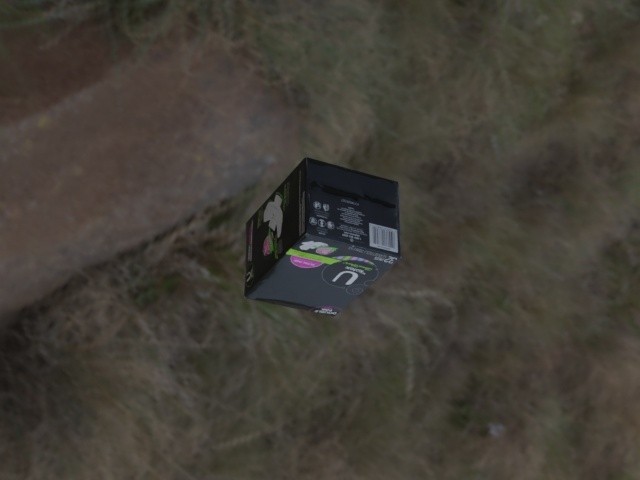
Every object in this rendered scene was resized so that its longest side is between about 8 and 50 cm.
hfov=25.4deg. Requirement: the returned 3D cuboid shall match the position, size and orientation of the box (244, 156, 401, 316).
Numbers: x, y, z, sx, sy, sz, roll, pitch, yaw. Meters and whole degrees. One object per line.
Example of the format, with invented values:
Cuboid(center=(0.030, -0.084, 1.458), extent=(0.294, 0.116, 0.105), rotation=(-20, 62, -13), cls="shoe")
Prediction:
Cuboid(center=(0.000, 0.000, 0.809), extent=(0.062, 0.052, 0.083), rotation=(14, 148, -23), cls="box")
